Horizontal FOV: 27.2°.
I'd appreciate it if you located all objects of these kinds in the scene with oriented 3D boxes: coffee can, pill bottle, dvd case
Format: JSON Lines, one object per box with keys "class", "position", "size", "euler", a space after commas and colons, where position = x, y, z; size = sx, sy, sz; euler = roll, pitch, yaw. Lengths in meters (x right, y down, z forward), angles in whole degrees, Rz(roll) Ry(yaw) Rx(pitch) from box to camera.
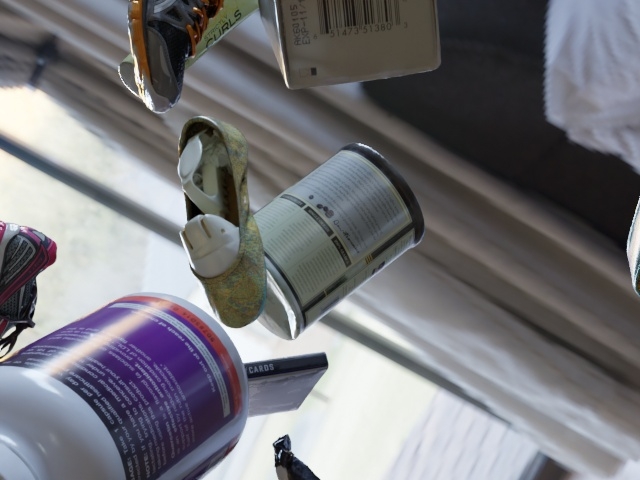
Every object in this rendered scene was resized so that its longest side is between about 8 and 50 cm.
{"class": "coffee can", "position": [0.000, 0.000, 2.110], "size": [0.275, 0.201, 0.201], "euler": [-37, -2, -23]}
{"class": "pill bottle", "position": [-0.199, 0.165, 1.083], "size": [0.181, 0.181, 0.323], "euler": [-58, -12, 23]}
{"class": "dvd case", "position": [-0.124, 0.211, 1.811], "size": [0.179, 0.238, 0.030], "euler": [121, 139, -60]}

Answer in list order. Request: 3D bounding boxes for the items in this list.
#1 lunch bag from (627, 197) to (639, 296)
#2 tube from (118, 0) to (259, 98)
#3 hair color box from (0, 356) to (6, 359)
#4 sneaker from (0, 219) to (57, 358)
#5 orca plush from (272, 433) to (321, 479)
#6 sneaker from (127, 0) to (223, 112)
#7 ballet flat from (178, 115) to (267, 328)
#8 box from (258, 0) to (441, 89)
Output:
{"class": "lunch bag", "position": [0.552, -0.016, 1.714], "size": [0.108, 0.279, 0.224], "euler": [-84, 0, -58]}
{"class": "tube", "position": [-0.156, -0.273, 1.664], "size": [0.240, 0.062, 0.070], "euler": [-49, -15, -30]}
{"class": "hair color box", "position": [-0.320, 0.218, 1.496], "size": [0.053, 0.093, 0.167], "euler": [-177, 89, -87]}
{"class": "sneaker", "position": [-0.459, 0.114, 1.859], "size": [0.121, 0.112, 0.299], "euler": [-110, 39, -56]}
{"class": "orca plush", "position": [0.019, 0.365, 1.599], "size": [0.102, 0.287, 0.151], "euler": [-20, -7, -32]}
{"class": "sneaker", "position": [-0.119, -0.206, 1.122], "size": [0.084, 0.083, 0.215], "euler": [104, 168, -65]}
{"class": "ballet flat", "position": [-0.157, -0.037, 1.931], "size": [0.123, 0.123, 0.349], "euler": [128, 143, -49]}
{"class": "box", "position": [0.015, -0.250, 1.290], "size": [0.311, 0.148, 0.121], "euler": [-112, 14, -68]}
